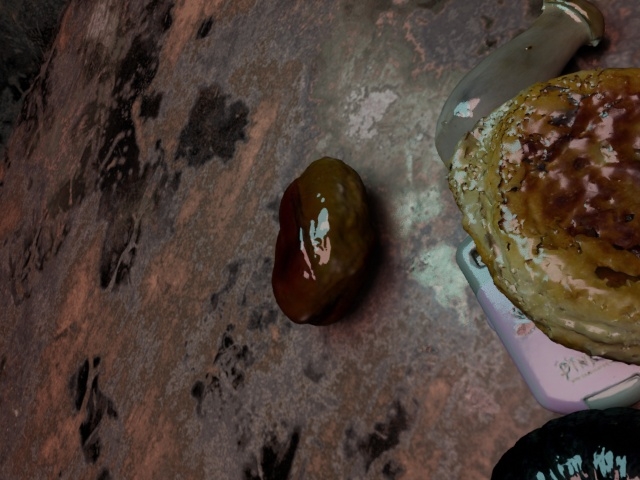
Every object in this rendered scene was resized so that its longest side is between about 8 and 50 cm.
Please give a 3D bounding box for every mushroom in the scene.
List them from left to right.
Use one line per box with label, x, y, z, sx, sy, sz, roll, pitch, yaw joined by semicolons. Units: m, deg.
mushroom;0.224;-0.178;0.571;0.116;0.093;0.225;33;90;21

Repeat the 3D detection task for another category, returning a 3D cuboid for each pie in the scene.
pie;0.271;-0.028;0.441;0.307;0.085;0.309;-6;70;15

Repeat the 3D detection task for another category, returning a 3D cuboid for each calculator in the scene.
calculator;0.243;0.057;0.515;0.141;0.045;0.246;-36;58;24

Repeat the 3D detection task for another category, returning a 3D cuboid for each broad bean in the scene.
broad bean;0.001;0.001;0.668;0.156;0.121;0.229;-23;55;59

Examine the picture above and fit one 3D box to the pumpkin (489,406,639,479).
pumpkin;0.226;0.244;0.352;0.247;0.248;0.248;-11;72;35
